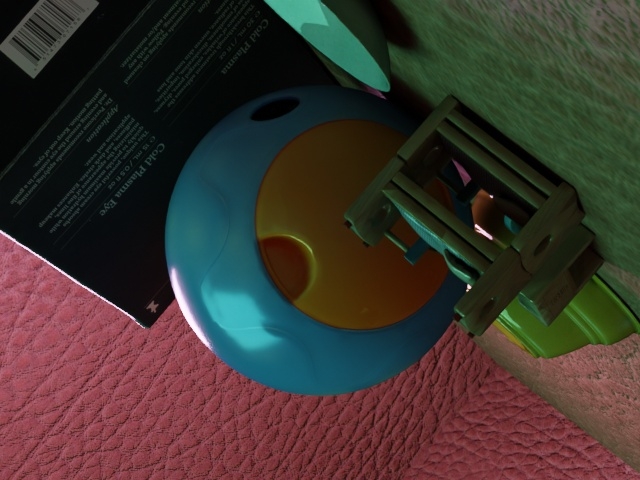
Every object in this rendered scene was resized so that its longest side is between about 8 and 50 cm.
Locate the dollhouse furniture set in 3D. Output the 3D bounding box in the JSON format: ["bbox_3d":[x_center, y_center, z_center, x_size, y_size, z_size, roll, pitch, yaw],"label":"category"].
[{"bbox_3d":[0.127,0.002,1.070,0.129,0.129,0.183,41,179,26],"label":"dollhouse furniture set"}]

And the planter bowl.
[{"bbox_3d":[0.205,0.052,1.314,0.217,0.090,0.217,41,179,1],"label":"planter bowl"}]

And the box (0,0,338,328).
[{"bbox_3d":[-0.195,-0.134,1.364,0.179,0.343,0.312,39,176,36],"label":"box"}]

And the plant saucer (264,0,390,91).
[{"bbox_3d":[-0.011,-0.187,0.971,0.195,0.037,0.195,41,179,1],"label":"plant saucer"}]

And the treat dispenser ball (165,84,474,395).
[{"bbox_3d":[0.000,0.000,1.241,0.288,0.288,0.288,42,179,1],"label":"treat dispenser ball"}]
